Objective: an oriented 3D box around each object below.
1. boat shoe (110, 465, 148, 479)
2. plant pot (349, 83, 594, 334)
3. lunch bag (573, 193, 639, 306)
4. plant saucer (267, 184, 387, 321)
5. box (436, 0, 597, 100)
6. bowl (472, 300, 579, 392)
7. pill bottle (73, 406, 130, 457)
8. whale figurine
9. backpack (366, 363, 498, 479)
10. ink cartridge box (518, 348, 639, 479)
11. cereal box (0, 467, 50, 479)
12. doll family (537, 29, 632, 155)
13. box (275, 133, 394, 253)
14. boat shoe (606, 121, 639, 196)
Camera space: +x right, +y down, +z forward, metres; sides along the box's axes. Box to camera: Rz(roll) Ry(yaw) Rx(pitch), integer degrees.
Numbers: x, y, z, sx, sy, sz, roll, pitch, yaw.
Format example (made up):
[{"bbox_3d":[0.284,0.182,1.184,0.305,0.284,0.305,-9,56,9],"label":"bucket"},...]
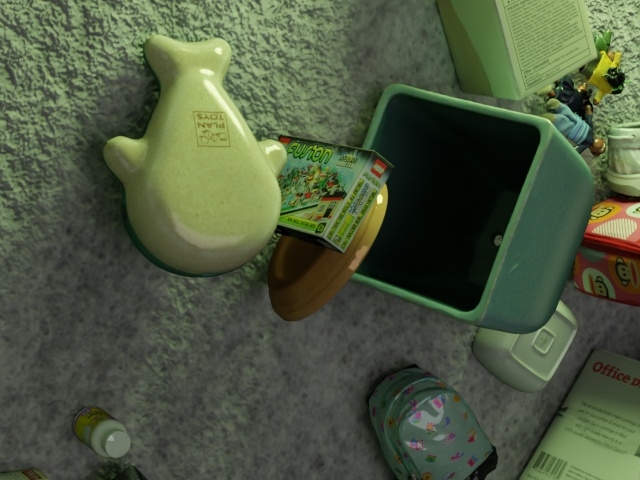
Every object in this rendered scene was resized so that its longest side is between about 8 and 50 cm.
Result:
[{"bbox_3d":[-0.152,0.381,1.631,0.105,0.113,0.306,-42,110,-2],"label":"boat shoe"},{"bbox_3d":[0.199,-0.020,1.703,0.252,0.248,0.247,22,87,-51],"label":"plant pot"},{"bbox_3d":[0.511,0.000,1.884,0.293,0.258,0.120,-22,111,-27],"label":"lunch bag"},{"bbox_3d":[0.000,0.000,1.601,0.037,0.200,0.200,35,80,-21],"label":"plant saucer"},{"bbox_3d":[0.222,-0.346,1.713,0.148,0.121,0.311,-28,113,-25],"label":"box"},{"bbox_3d":[0.290,0.133,1.895,0.142,0.053,0.142,37,81,-31],"label":"bowl"},{"bbox_3d":[-0.244,0.218,1.555,0.043,0.083,0.043,-7,104,-31],"label":"pill bottle"},{"bbox_3d":[-0.146,-0.091,1.547,0.216,0.141,0.272,-3,77,-27],"label":"whale figurine"},{"bbox_3d":[0.144,0.249,1.790,0.152,0.115,0.182,-38,115,-17],"label":"backpack"},{"bbox_3d":[0.410,0.310,1.919,0.115,0.198,0.273,38,80,-32],"label":"ink cartridge box"},{"bbox_3d":[-0.411,0.350,1.498,0.240,0.047,0.173,-5,102,-31],"label":"cereal box"},{"bbox_3d":[0.360,-0.199,1.864,0.111,0.076,0.193,32,87,-37],"label":"doll family"},{"bbox_3d":[-0.011,-0.057,1.573,0.036,0.207,0.114,36,79,-31],"label":"box"},{"bbox_3d":[0.538,-0.158,1.958,0.320,0.118,0.103,-20,115,-20],"label":"boat shoe"}]
